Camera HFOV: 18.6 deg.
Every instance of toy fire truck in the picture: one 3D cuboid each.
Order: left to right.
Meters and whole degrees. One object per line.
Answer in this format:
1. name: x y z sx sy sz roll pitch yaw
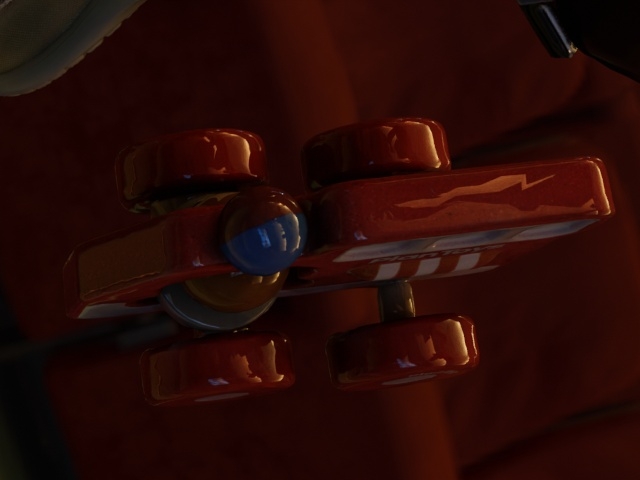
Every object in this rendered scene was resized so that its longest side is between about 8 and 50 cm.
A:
1. toy fire truck: 0.000 0.000 1.199 0.254 0.302 0.169 141 -57 -72

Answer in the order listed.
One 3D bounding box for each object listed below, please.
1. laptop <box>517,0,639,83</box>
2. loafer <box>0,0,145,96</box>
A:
1. laptop: 0.102 -0.245 0.595 0.382 0.236 0.408 54 49 -33
2. loafer: -0.105 -0.146 0.888 0.087 0.251 0.094 46 48 -16
